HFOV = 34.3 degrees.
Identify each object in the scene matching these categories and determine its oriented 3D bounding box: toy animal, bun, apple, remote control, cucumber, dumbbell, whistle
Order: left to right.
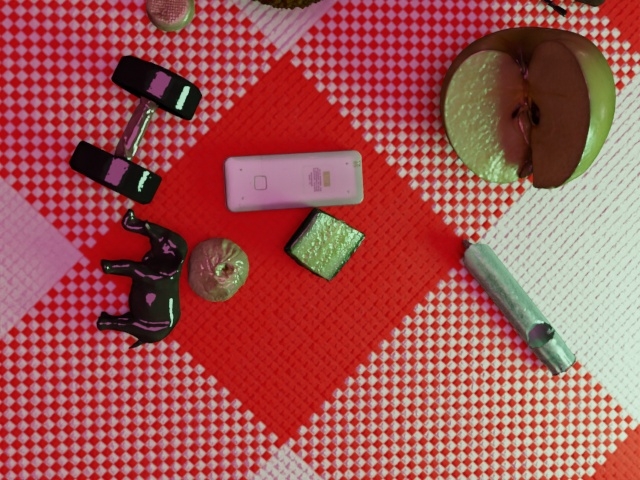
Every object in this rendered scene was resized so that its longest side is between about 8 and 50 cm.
[{"bbox_3d":[-0.309,-0.186,1.748,0.152,0.152,0.218,26,88,-12],"label":"dumbbell"},{"bbox_3d":[-0.306,0.066,1.798,0.146,0.114,0.245,4,115,-5],"label":"toy animal"},{"bbox_3d":[-0.258,-0.399,1.792,0.086,0.055,0.086,0,84,-1],"label":"bun"},{"bbox_3d":[-0.182,0.052,1.831,0.115,0.069,0.115,-1,94,-9],"label":"bun"},{"bbox_3d":[-0.048,-0.107,1.863,0.250,0.034,0.103,-5,95,-10],"label":"remote control"},{"bbox_3d":[0.000,0.000,1.864,0.116,0.062,0.115,37,86,-30],"label":"cucumber"},{"bbox_3d":[0.367,0.121,1.948,0.062,0.062,0.312,-40,100,-6],"label":"whistle"},{"bbox_3d":[0.371,-0.240,1.827,0.295,0.233,0.258,1,119,27],"label":"apple"}]

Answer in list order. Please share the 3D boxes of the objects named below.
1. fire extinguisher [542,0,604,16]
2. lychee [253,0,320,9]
[{"bbox_3d":[0.362,-0.504,1.877,0.341,0.105,0.141,13,90,-15],"label":"fire extinguisher"},{"bbox_3d":[-0.050,-0.512,1.724,0.267,0.267,0.267,-1,94,-11],"label":"lychee"}]
